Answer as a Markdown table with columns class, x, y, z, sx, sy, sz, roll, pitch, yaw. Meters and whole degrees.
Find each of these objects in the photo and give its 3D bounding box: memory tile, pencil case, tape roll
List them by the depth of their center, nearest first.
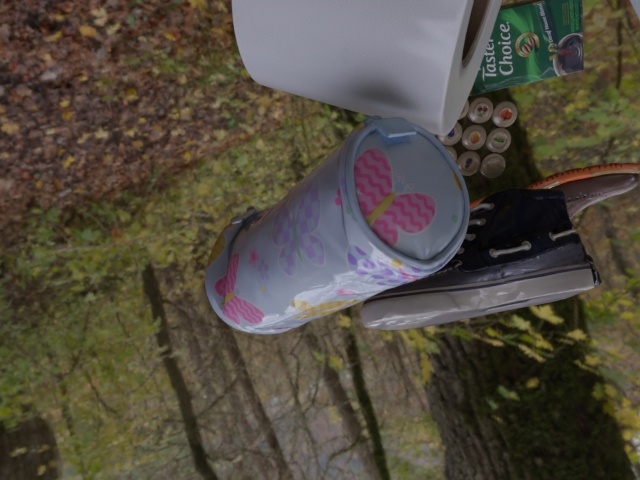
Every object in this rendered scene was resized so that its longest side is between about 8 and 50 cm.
| class | x | y | z | sx | sy | sz | roll | pitch | yaw |
| --- | --- | --- | --- | --- | --- | --- | --- | --- | --- |
| tape roll | 0.057 | -0.223 | 0.541 | 0.169 | 0.246 | 0.246 | 18 | 171 | 13 |
| pencil case | 0.000 | 0.000 | 0.569 | 0.114 | 0.124 | 0.273 | 5 | 162 | -30 |
| memory tile | 0.198 | -0.148 | 0.940 | 0.148 | 0.113 | 0.012 | 7 | -161 | -12 |

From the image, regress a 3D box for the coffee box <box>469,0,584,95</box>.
| class | x | y | z | sx | sy | sz | roll | pitch | yaw |
| --- | --- | --- | --- | --- | --- | --- | --- | --- | --- |
| coffee box | 0.271 | -0.273 | 0.942 | 0.184 | 0.113 | 0.040 | -11 | -154 | 2 |

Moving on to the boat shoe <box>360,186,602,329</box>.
| class | x | y | z | sx | sy | sz | roll | pitch | yaw |
| --- | --- | --- | --- | --- | --- | --- | --- | --- | --- |
| boat shoe | 0.205 | 0.022 | 0.927 | 0.341 | 0.158 | 0.127 | -8 | 165 | -16 |

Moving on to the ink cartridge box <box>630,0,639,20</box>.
| class | x | y | z | sx | sy | sz | roll | pitch | yaw |
| --- | --- | --- | --- | --- | --- | --- | --- | --- | --- |
| ink cartridge box | 0.451 | -0.279 | 0.711 | 0.087 | 0.153 | 0.208 | -30 | -177 | -31 |

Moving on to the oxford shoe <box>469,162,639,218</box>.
| class | x | y | z | sx | sy | sz | roll | pitch | yaw |
| --- | --- | --- | --- | --- | --- | --- | --- | --- | --- |
| oxford shoe | 0.400 | -0.043 | 1.214 | 0.364 | 0.132 | 0.130 | -19 | 175 | 17 |
